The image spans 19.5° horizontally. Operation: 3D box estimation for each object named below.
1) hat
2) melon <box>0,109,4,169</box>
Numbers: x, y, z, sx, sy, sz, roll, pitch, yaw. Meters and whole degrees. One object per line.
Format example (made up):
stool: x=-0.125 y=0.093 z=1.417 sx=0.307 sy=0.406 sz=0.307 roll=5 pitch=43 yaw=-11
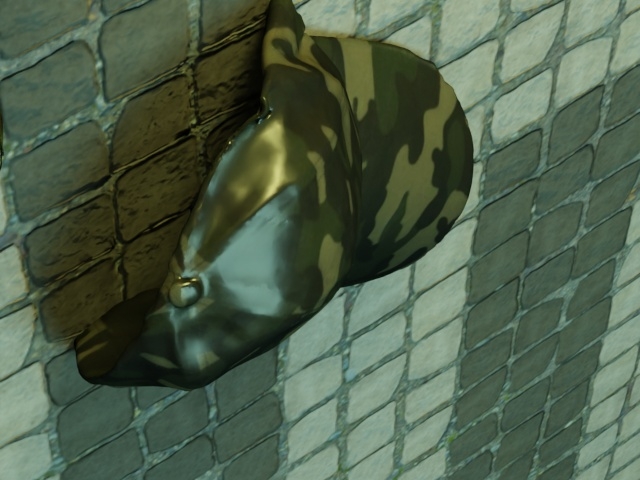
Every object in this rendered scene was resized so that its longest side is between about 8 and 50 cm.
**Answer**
hat: x=0.000 y=0.000 z=1.523 sx=0.382 sy=0.257 sz=0.366 roll=10 pitch=124 yaw=-33
melon: x=-0.271 y=-0.061 z=1.211 sx=0.128 sy=0.079 sz=0.160 roll=-32 pitch=149 yaw=-24
